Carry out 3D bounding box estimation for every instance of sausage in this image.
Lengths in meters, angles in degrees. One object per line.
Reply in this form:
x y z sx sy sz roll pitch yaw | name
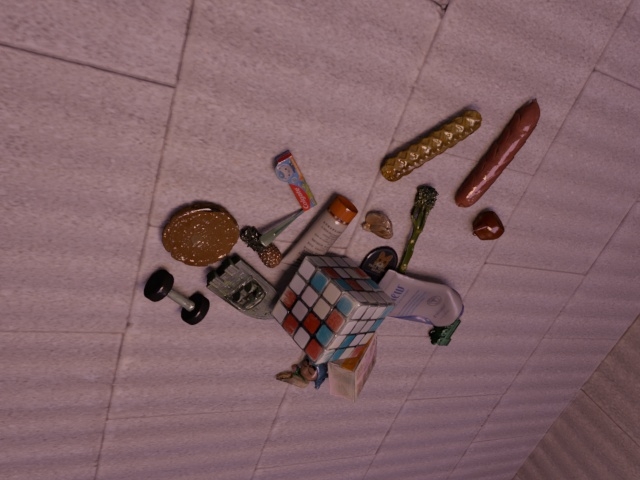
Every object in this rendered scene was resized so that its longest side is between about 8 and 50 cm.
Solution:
0.611 -0.287 1.642 0.088 0.088 0.433 22 111 -33 | sausage

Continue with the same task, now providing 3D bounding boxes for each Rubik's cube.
0.041 0.221 1.574 0.259 0.253 0.256 5 122 -55 | Rubik's cube

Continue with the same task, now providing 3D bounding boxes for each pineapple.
-0.188 0.019 1.504 0.074 0.074 0.159 -40 120 5 | pineapple

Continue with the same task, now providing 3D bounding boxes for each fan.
-0.109 -0.050 1.488 0.193 0.016 0.038 -40 112 -17 | fan

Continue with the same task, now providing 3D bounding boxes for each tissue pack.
0.125 0.464 1.834 0.225 0.124 0.185 -49 143 -46 | tissue pack

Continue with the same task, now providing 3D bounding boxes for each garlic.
0.204 -0.051 1.623 0.113 0.094 0.074 46 56 -33 | garlic

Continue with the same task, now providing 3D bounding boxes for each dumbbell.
-0.440 0.176 1.472 0.100 0.100 0.191 -41 127 5 | dumbbell

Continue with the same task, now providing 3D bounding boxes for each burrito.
-0.106 0.553 1.909 0.149 0.041 0.055 29 120 -35 | burrito

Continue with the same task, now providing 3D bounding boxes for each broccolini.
0.340 -0.022 1.726 0.074 0.079 0.392 -12 134 -30 | broccolini

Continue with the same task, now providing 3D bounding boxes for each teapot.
0.624 -0.047 1.803 0.173 0.116 0.116 -1 126 -56 | teapot

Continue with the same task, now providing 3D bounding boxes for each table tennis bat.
0.194 0.122 1.768 0.150 0.027 0.236 23 108 -34 | table tennis bat

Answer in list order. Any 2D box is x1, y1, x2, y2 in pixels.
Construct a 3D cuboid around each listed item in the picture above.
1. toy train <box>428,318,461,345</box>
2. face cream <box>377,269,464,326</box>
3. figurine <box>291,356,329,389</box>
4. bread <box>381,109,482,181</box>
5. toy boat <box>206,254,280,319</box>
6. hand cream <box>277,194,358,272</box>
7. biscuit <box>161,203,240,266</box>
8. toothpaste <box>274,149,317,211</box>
0.541 0.382 2.070 0.111 0.071 0.170 10 116 -39 | toy train
0.382 0.234 1.876 0.420 0.137 0.235 15 129 -23 | face cream
-0.032 0.522 1.885 0.145 0.114 0.178 -17 135 -15 | figurine
0.353 -0.301 1.525 0.368 0.084 0.077 -33 86 -3 | bread
-0.230 0.175 1.569 0.141 0.092 0.319 -39 130 6 | toy boat
0.000 0.000 1.562 0.140 0.089 0.314 25 113 -40 | hand cream
-0.352 -0.015 1.419 0.226 0.042 0.226 -13 127 -17 | biscuit
-0.080 -0.171 1.436 0.070 0.044 0.193 -30 128 -1 | toothpaste
